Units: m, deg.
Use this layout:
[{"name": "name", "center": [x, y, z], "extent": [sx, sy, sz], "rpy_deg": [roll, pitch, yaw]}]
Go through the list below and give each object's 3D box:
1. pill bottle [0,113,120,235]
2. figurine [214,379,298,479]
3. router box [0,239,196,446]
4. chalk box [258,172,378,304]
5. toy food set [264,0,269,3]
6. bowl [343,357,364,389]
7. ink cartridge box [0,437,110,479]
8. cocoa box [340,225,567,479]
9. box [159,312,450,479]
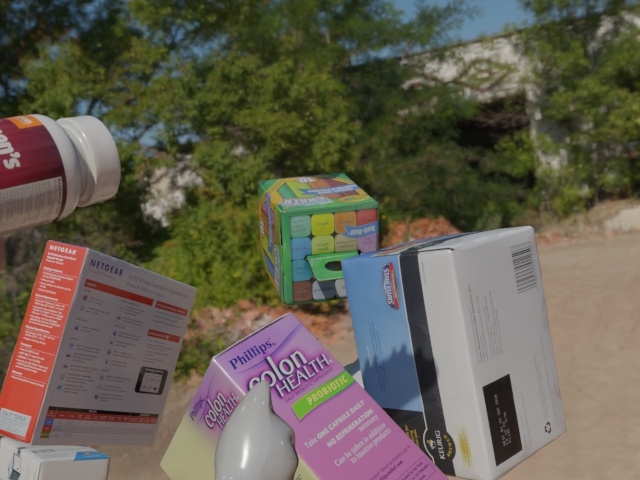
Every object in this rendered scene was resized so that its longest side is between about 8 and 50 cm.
[{"name": "pill bottle", "center": [-0.334, -0.068, 0.855], "extent": [0.121, 0.121, 0.221], "rpy_deg": [-7, 10, 45]}, {"name": "figurine", "center": [-0.068, 0.229, 0.546], "extent": [0.092, 0.214, 0.209], "rpy_deg": [13, 33, 7]}, {"name": "router box", "center": [-0.358, 0.186, 1.345], "extent": [0.082, 0.301, 0.335], "rpy_deg": [10, -11, 24]}, {"name": "chalk box", "center": [0.000, 0.000, 1.460], "extent": [0.180, 0.179, 0.289], "rpy_deg": [-6, 18, -14]}, {"name": "toy food set", "center": [-0.068, -0.492, 1.486], "extent": [0.122, 0.078, 0.019], "rpy_deg": [-38, 42, -15]}, {"name": "bowl", "center": [0.190, 0.298, 1.620], "extent": [0.298, 0.134, 0.298], "rpy_deg": [26, 19, -10]}, {"name": "ink cartridge box", "center": [-0.510, 0.429, 1.531], "extent": [0.140, 0.082, 0.191], "rpy_deg": [10, -6, -42]}, {"name": "cocoa box", "center": [0.211, 0.169, 1.282], "extent": [0.232, 0.346, 0.228], "rpy_deg": [-13, 4, -43]}, {"name": "box", "center": [-0.025, 0.241, 0.833], "extent": [0.117, 0.243, 0.213], "rpy_deg": [-28, -24, -44]}]
